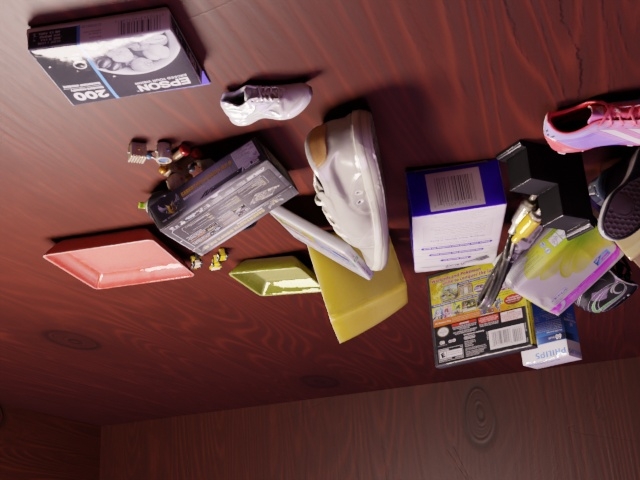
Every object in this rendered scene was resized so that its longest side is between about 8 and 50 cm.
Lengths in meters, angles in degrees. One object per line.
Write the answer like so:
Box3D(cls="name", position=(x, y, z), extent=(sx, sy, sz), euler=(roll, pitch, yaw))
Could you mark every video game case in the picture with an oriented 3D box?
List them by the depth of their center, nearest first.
Box3D(cls="video game case", position=(0.000, 0.000, 1.823), extent=(0.212, 0.023, 0.193), euler=(30, 173, 26))
Box3D(cls="video game case", position=(0.403, 0.177, 2.205), extent=(0.275, 0.248, 0.035), euler=(-19, 154, 34))

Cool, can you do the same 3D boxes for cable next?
Box3D(cls="cable", position=(0.390, 0.009, 1.825), extent=(0.072, 0.139, 0.287), euler=(25, 118, -11))

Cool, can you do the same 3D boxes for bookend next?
Box3D(cls="bookend", position=(0.423, -0.092, 1.637), extent=(0.156, 0.157, 0.072), euler=(7, 156, -28))

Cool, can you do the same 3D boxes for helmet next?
Box3D(cls="helmet", position=(0.693, 0.103, 2.186), extent=(0.169, 0.169, 0.161), euler=(11, 139, -33))

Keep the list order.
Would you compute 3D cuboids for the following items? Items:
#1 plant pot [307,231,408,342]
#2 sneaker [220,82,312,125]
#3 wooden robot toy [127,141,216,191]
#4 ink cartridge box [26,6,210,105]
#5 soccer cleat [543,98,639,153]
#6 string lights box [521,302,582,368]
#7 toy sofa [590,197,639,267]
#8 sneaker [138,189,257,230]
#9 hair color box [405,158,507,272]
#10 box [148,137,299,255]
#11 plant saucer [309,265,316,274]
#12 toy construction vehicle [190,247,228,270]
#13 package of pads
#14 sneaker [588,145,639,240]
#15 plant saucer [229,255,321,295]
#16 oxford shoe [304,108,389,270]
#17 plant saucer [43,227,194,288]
Box3D(cls="plant pot", position=(0.092, 0.089, 2.016), extent=(0.187, 0.212, 0.212), euler=(-18, 158, 0))
Box3D(cls="sneaker", position=(-0.087, -0.219, 1.367), extent=(0.152, 0.053, 0.061), euler=(-11, 155, 19))
Box3D(cls="wooden robot toy", position=(-0.257, -0.124, 1.549), extent=(0.173, 0.079, 0.076), euler=(14, 153, -40))
Box3D(cls="ink cartridge box", position=(-0.284, -0.250, 1.266), extent=(0.206, 0.045, 0.208), euler=(-7, 160, 8))
Box3D(cls="soccer cleat", position=(0.503, -0.205, 1.472), extent=(0.248, 0.083, 0.095), euler=(-9, 154, 21))
Box3D(cls="string lights box", position=(0.580, 0.189, 2.250), extent=(0.133, 0.259, 0.077), euler=(-21, 153, 38))
Box3D(cls="toy sofa", position=(0.734, -0.023, 1.930), extent=(0.150, 0.177, 0.362), euler=(-39, 147, 16))
Box3D(cls="sneaker", position=(-0.242, -0.068, 1.736), extent=(0.235, 0.084, 0.097), euler=(7, 180, -24))
Box3D(cls="hair color box", position=(0.277, -0.043, 1.813), extent=(0.185, 0.110, 0.339), euler=(-8, 157, 4))
Box3D(cls="box", position=(-0.171, -0.075, 1.589), extent=(0.231, 0.056, 0.183), euler=(-33, 159, 7))
Box3D(cls="plant saucer", position=(0.062, 0.096, 2.234), extent=(0.200, 0.037, 0.200), euler=(-3, 159, -1))
Box3D(cls="toy construction vehicle", position=(-0.264, 0.044, 2.056), extent=(0.086, 0.035, 0.098), euler=(-10, 164, -15))
Box3D(cls="package of pads", position=(0.536, 0.043, 1.965), extent=(0.229, 0.101, 0.296), euler=(-45, 144, 14))
Box3D(cls="sneaker", position=(0.563, -0.070, 1.668), extent=(0.086, 0.226, 0.163), euler=(37, 157, -3))
Box3D(cls="plant saucer", position=(-0.101, 0.084, 2.138), extent=(0.188, 0.045, 0.188), euler=(-5, 158, 21))
Box3D(cls="oxford shoe", position=(0.058, -0.082, 1.600), extent=(0.130, 0.169, 0.449), euler=(-9, 151, 6))
Box3D(cls="plant saucer", position=(-0.452, 0.039, 1.985), extent=(0.258, 0.047, 0.259), euler=(-8, 159, 11))
